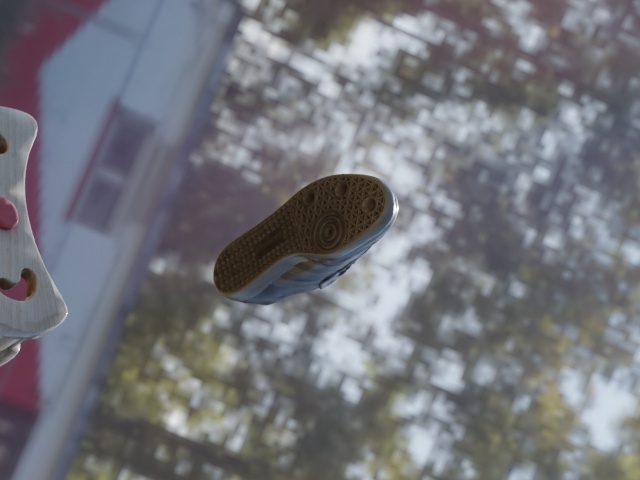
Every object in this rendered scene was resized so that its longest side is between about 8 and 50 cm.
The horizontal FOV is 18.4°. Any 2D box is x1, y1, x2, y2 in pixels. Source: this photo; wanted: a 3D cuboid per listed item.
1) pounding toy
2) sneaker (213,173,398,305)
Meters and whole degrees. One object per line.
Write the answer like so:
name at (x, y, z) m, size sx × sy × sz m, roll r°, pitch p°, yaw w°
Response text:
pounding toy at (-0.251, -0.004, 1.509) m, size 0.155 × 0.154 × 0.269 m, roll -34°, pitch -142°, yaw 35°
sneaker at (0.000, 0.000, 1.566) m, size 0.188 × 0.071 × 0.066 m, roll -24°, pitch -117°, yaw 37°
